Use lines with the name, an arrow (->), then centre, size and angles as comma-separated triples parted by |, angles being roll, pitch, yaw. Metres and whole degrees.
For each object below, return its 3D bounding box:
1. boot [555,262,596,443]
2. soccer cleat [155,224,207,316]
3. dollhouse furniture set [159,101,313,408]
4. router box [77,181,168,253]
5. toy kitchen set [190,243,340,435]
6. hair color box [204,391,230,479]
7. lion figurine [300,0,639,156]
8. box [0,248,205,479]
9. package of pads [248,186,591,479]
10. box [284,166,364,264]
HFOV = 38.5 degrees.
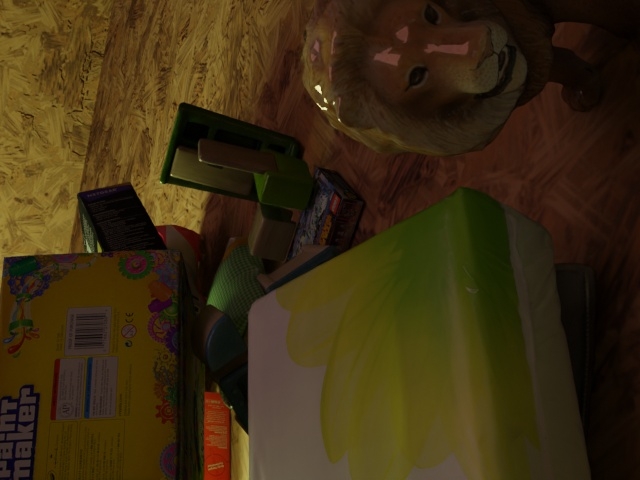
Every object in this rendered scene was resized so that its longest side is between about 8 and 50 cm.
boot -> 0.118, 0.133, 0.627 | 0.190, 0.076, 0.208 | -23, 66, 46
soccer cleat -> -0.217, 0.077, 1.364 | 0.083, 0.095, 0.248 | 123, 147, -42
dollhouse furniture set -> -0.133, 0.019, 1.093 | 0.197, 0.151, 0.301 | -108, 34, -65
router box -> -0.256, 0.112, 1.285 | 0.243, 0.081, 0.308 | 53, 149, 42
toy kitchen set -> -0.007, 0.133, 0.900 | 0.207, 0.166, 0.122 | 62, 164, -17
hair color box -> -0.150, 0.277, 1.200 | 0.072, 0.043, 0.141 | -44, 43, 51
lion figurine -> 0.105, -0.224, 0.591 | 0.142, 0.240, 0.391 | 145, 131, -58
box -> -0.215, 0.201, 0.942 | 0.279, 0.177, 0.289 | 92, 175, -62
package of pads -> 0.050, 0.145, 0.578 | 0.229, 0.101, 0.296 | -29, 54, 44
box -> 0.000, 0.000, 0.996 | 0.094, 0.027, 0.137 | -124, 49, -59
